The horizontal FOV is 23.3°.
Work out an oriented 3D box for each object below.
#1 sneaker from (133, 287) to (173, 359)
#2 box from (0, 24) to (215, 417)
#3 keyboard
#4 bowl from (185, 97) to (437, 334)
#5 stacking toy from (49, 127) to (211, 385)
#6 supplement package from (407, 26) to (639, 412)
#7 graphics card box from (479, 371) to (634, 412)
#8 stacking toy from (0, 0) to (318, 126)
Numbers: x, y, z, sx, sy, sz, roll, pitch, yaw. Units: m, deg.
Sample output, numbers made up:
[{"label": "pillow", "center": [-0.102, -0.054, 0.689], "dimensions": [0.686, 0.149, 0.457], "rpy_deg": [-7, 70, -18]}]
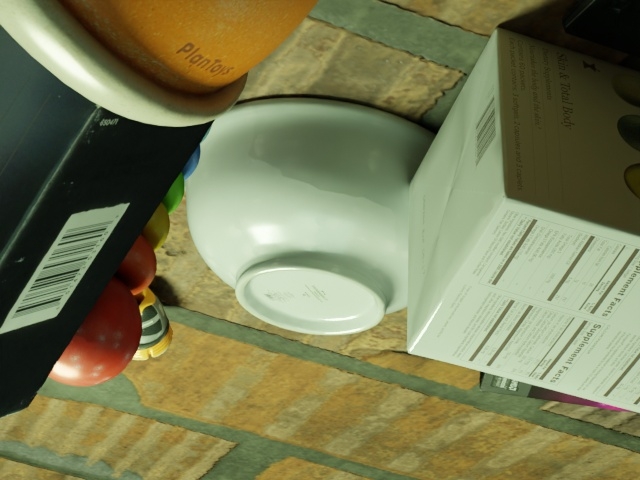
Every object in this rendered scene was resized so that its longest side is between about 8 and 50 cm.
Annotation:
[{"label": "sneaker", "center": [-0.274, 0.075, 1.761], "dimensions": [0.215, 0.084, 0.083], "rpy_deg": [4, 139, 2]}, {"label": "box", "center": [-0.278, -0.066, 1.038], "dimensions": [0.294, 0.296, 0.183], "rpy_deg": [40, -160, 14]}, {"label": "keyboard", "center": [0.287, -0.163, 1.187], "dimensions": [0.180, 0.023, 0.108], "rpy_deg": [15, 158, -14]}, {"label": "bowl", "center": [0.000, 0.000, 1.463], "dimensions": [0.298, 0.134, 0.298], "rpy_deg": [7, 152, 4]}, {"label": "stacking toy", "center": [-0.158, -0.039, 1.222], "dimensions": [0.141, 0.330, 0.141], "rpy_deg": [7, 153, 4]}, {"label": "supplement package", "center": [0.227, -0.008, 1.265], "dimensions": [0.262, 0.199, 0.198], "rpy_deg": [15, 136, -12]}, {"label": "graphics card box", "center": [0.358, 0.097, 1.582], "dimensions": [0.371, 0.094, 0.233], "rpy_deg": [9, 153, 2]}, {"label": "stacking toy", "center": [0.031, -0.299, 0.795], "dimensions": [0.480, 0.351, 0.350], "rpy_deg": [-24, 141, 19]}]
